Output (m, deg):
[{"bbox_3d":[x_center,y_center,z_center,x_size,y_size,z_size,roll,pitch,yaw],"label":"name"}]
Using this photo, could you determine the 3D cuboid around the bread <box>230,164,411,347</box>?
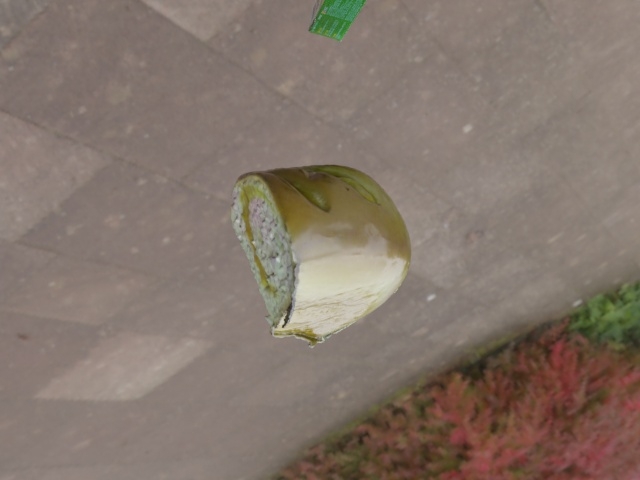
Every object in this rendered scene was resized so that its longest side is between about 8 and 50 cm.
[{"bbox_3d":[0.005,0.003,0.883,0.156,0.158,0.261,-14,160,-18],"label":"bread"}]

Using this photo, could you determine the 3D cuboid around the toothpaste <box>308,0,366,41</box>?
[{"bbox_3d":[0.024,-0.267,0.975,0.043,0.037,0.178,10,171,-10],"label":"toothpaste"}]
